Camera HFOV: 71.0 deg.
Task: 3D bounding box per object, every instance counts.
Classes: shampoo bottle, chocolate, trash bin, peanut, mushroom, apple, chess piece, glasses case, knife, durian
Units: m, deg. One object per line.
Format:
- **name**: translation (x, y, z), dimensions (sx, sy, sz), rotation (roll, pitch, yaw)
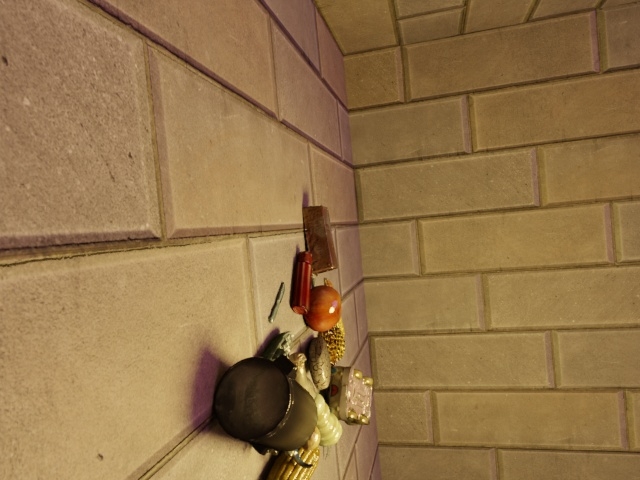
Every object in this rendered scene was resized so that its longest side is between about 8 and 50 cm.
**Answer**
- **shampoo bottle**: translation (-0.073, 0.170, 1.854), dimensions (0.102, 0.065, 0.260), rotation (58, 29, -53)
- **chocolate**: translation (0.000, 0.000, 2.062), dimensions (0.112, 0.112, 0.320), rotation (11, 70, -72)
- **trash bin**: translation (-0.133, 0.457, 1.231), dimensions (0.252, 0.203, 0.301), rotation (-47, 149, -14)
- **peanut**: translation (-0.064, 0.601, 1.530), dimensions (0.120, 0.110, 0.236), rotation (23, 25, -37)
- **mushroom**: translation (-0.076, 0.518, 1.701), dimensions (0.092, 0.081, 0.223), rotation (-51, 135, -44)
- **apple**: translation (0.016, 0.296, 1.963), dimensions (0.201, 0.162, 0.201), rotation (-7, 90, -76)
- **chess piece**: translation (-0.007, 0.722, 1.844), dimensions (0.133, 0.133, 0.243), rotation (-75, 149, -53)
- **glasses case**: translation (-0.003, 0.505, 1.882), dimensions (0.354, 0.085, 0.137), rotation (-82, 158, -86)
- **knife**: translation (-0.153, 0.223, 1.619), dimensions (0.210, 0.015, 0.028), rotation (-74, 149, -56)
- **durian**: translation (0.033, 0.515, 2.145), dimensions (0.139, 0.145, 0.251), rotation (162, -82, -66)

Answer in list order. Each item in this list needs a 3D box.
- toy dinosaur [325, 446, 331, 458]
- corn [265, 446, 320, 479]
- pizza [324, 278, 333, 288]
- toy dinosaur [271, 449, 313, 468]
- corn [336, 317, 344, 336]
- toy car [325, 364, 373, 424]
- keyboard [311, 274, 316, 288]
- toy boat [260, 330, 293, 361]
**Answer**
- **toy dinosaur**: translation (0.028, 0.897, 2.057), dimensions (0.082, 0.039, 0.208), rotation (29, 58, -75)
- **corn**: translation (-0.096, 0.751, 1.429), dimensions (0.344, 0.131, 0.131), rotation (-25, 109, -75)
- **pizza**: translation (0.036, 0.237, 2.349), dimensions (0.100, 0.029, 0.099), rotation (-79, 151, -53)
- **toy dinosaur**: translation (-0.098, 0.601, 1.450), dimensions (0.188, 0.248, 0.075), rotation (-45, 171, -50)
- **corn**: translation (0.072, 0.415, 2.308), dimensions (0.081, 0.081, 0.248), rotation (-75, 156, -53)
- **toy car**: translation (0.109, 0.746, 2.148), dimensions (0.336, 0.227, 0.242), rotation (46, 45, -51)
- **keyboard**: translation (-0.038, 0.151, 2.102), dimensions (0.055, 0.014, 0.176), rotation (-52, 136, -74)
- **toy boat**: translation (-0.133, 0.371, 1.504), dimensions (0.260, 0.085, 0.078), rotation (-43, 126, -72)
